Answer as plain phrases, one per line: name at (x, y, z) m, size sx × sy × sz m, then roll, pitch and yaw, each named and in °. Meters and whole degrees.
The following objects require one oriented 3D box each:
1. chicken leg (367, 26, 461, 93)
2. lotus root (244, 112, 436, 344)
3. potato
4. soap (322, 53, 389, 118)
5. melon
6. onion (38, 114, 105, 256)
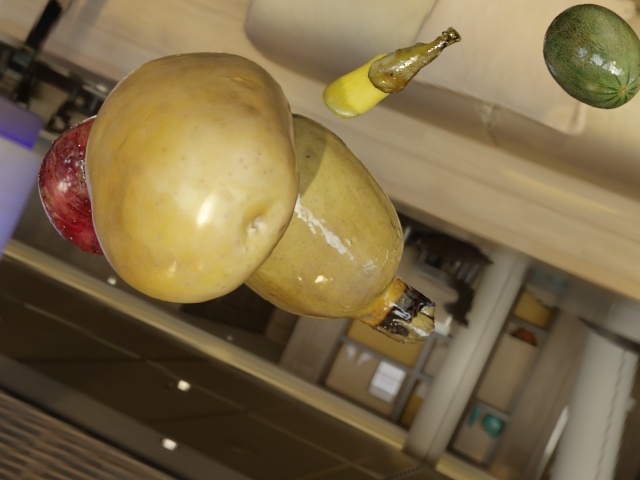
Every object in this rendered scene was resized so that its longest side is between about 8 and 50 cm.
chicken leg at (0.168, -0.323, 1.715) m, size 0.070 × 0.178 × 0.093 m, roll 58°, pitch -159°, yaw -4°
lotus root at (0.000, 0.000, 1.016) m, size 0.310 × 0.183 × 0.183 m, roll 45°, pitch 173°, yaw -16°
potato at (-0.091, -0.048, 0.667) m, size 0.146 × 0.150 × 0.234 m, roll 0°, pitch -154°, yaw -7°
soap at (0.081, -0.280, 1.771) m, size 0.089 × 0.168 × 0.033 m, roll 51°, pitch 158°, yaw 18°
melon at (0.351, -0.241, 1.250) m, size 0.114 × 0.114 × 0.167 m, roll 27°, pitch -152°, yaw -47°
onion at (-0.258, -0.062, 1.320) m, size 0.219 × 0.252 × 0.252 m, roll 67°, pitch -167°, yaw 17°
